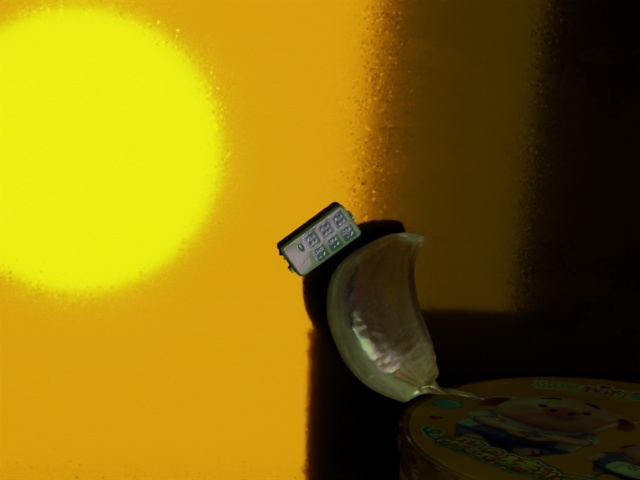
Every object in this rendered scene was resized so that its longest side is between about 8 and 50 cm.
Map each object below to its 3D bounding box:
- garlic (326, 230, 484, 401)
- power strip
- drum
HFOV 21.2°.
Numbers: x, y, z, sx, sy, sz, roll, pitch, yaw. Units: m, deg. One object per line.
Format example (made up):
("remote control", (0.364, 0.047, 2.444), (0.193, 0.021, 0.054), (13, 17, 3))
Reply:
("garlic", (0.078, 0.096, 1.795), (0.128, 0.090, 0.198), (-20, 77, -7))
("power strip", (0.000, 0.000, 1.817), (0.090, 0.016, 0.040), (-36, 107, -5))
("drum", (0.279, 0.298, 1.733), (0.431, 0.431, 0.214), (0, 103, -14))
